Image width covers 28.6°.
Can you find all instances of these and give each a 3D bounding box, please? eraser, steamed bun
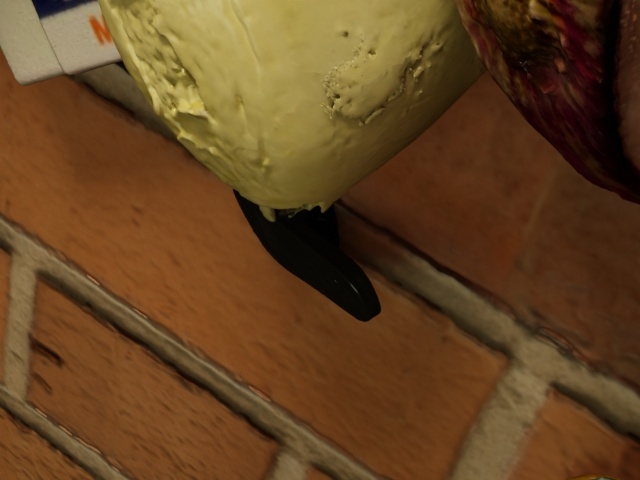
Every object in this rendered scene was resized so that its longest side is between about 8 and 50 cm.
[{"bbox_3d":[-0.135,-0.198,0.902,0.287,0.086,0.130,-4,117,44],"label":"eraser"},{"bbox_3d":[0.000,-0.156,0.718,0.166,0.232,0.273,0,122,49],"label":"steamed bun"}]

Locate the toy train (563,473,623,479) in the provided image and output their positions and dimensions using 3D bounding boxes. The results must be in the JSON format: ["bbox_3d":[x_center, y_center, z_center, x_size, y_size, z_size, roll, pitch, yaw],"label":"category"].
[{"bbox_3d":[0.257,0.307,0.923,0.232,0.163,0.369,15,130,20],"label":"toy train"}]

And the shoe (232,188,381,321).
[{"bbox_3d":[0.000,0.000,0.972,0.179,0.049,0.071,36,155,45],"label":"shoe"}]

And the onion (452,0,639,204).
[{"bbox_3d":[0.163,-0.162,0.598,0.230,0.272,0.256,53,139,34],"label":"onion"}]
